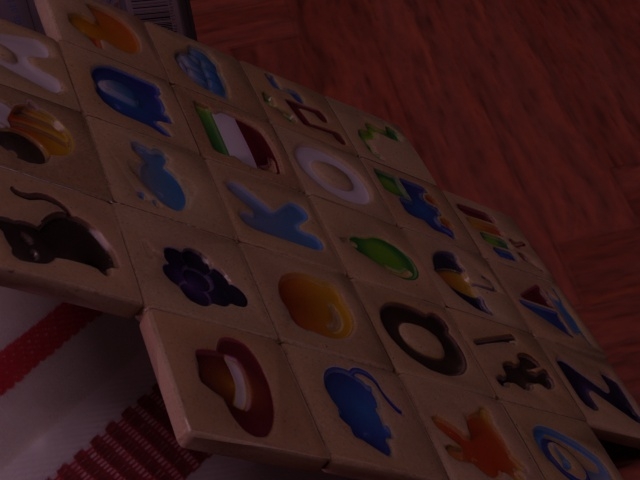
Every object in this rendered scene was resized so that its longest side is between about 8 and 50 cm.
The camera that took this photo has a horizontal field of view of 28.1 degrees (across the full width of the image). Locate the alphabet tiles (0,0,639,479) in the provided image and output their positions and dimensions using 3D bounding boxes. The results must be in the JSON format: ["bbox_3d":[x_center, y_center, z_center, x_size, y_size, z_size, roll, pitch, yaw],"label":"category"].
[{"bbox_3d":[0.000,0.000,0.554,0.342,0.011,0.285,18,30,-36],"label":"alphabet tiles"}]

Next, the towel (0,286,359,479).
[{"bbox_3d":[-0.084,0.123,0.466,0.329,0.037,0.237,46,61,5],"label":"towel"}]

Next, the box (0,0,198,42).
[{"bbox_3d":[-0.169,-0.119,0.773,0.186,0.145,0.038,-5,40,4],"label":"box"}]
